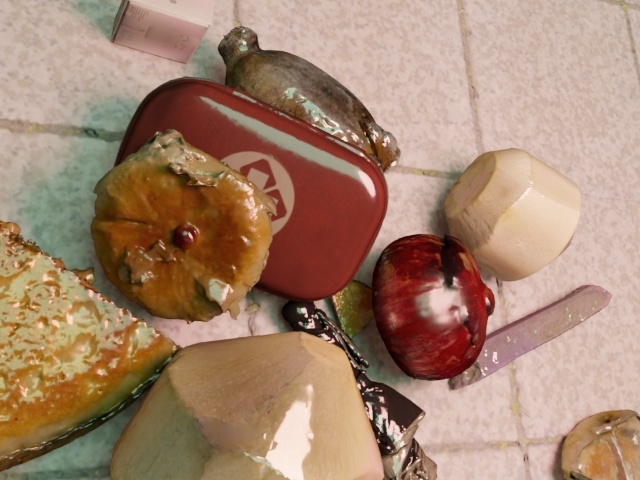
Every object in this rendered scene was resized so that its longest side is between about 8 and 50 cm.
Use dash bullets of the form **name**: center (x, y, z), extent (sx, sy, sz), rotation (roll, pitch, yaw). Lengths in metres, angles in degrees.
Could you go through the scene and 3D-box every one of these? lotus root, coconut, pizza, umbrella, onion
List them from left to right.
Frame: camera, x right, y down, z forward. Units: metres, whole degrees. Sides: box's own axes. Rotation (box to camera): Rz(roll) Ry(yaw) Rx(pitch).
- **pizza**: center (-0.428, 0.087, 0.998), extent (0.440, 0.130, 0.405), rotation (-20, 94, -27)
- **coconut**: center (-0.088, 0.267, 1.001), extent (0.353, 0.353, 0.352), rotation (9, 70, -24)
- **lotus root**: center (-0.036, -0.202, 1.287), extent (0.350, 0.175, 0.175), rotation (38, 61, -8)
- **pizza**: center (0.047, 0.117, 1.298), extent (0.123, 0.026, 0.108), rotation (24, 67, -21)
- **umbrella**: center (0.058, 0.237, 1.216), extent (0.113, 0.106, 0.357), rotation (-28, 84, -51)
- **onion**: center (0.184, 0.103, 1.264), extent (0.246, 0.190, 0.246), rotation (-9, 90, -69)
- **coconut**: center (0.347, -0.043, 1.399), extent (0.241, 0.241, 0.241), rotation (9, 70, -24)

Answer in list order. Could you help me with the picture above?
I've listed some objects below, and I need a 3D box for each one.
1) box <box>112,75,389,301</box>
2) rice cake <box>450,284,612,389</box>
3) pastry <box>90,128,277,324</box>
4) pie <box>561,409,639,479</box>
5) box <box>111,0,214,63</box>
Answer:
- **box**: center (-0.103, -0.071, 1.167), extent (0.404, 0.108, 0.263), rotation (24, 98, -8)
- **rice cake**: center (0.387, 0.164, 1.430), extent (0.399, 0.070, 0.064), rotation (-21, 79, -31)
- **pastry**: center (-0.189, -0.007, 1.059), extent (0.257, 0.121, 0.235), rotation (33, 101, -10)
- **pie**: center (0.562, 0.470, 1.416), extent (0.338, 0.075, 0.337), rotation (12, 66, -28)
- **box**: center (-0.251, -0.345, 1.240), extent (0.129, 0.130, 0.051), rotation (12, 70, -23)
